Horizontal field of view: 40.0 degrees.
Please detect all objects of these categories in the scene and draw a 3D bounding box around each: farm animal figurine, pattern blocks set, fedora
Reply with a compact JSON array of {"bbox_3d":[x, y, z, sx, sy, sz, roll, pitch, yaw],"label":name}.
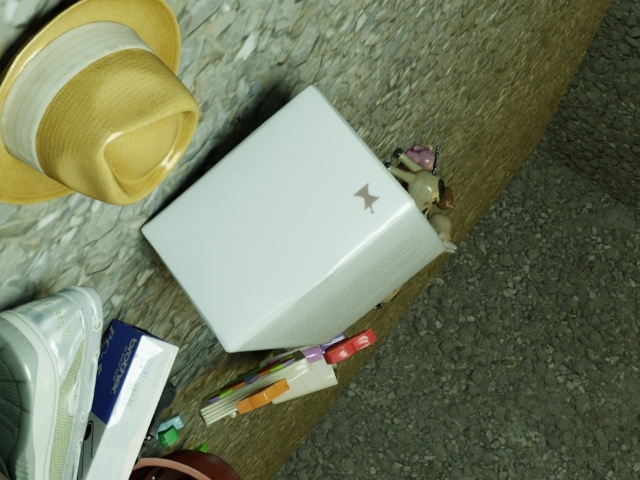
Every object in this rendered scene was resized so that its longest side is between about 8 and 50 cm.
[{"bbox_3d":[0.164,-0.007,1.665,0.327,0.172,0.330,-54,167,5],"label":"farm animal figurine"},{"bbox_3d":[-0.097,0.211,1.289,0.325,0.026,0.285,-26,-179,-21],"label":"pattern blocks set"},{"bbox_3d":[-0.143,-0.081,0.609,0.194,0.079,0.194,-49,166,-17],"label":"fedora"}]

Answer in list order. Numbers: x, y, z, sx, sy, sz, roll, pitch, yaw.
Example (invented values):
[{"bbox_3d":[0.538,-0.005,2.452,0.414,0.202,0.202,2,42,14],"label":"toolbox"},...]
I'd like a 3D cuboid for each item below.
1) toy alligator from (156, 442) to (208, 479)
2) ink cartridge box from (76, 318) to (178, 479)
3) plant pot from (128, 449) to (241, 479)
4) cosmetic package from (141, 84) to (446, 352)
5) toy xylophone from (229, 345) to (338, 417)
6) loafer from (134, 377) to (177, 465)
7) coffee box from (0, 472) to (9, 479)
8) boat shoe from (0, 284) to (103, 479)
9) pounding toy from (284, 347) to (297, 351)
[{"bbox_3d":[-0.273,0.436,1.581,0.190,0.056,0.051,-51,-153,-8],"label":"toy alligator"},{"bbox_3d":[-0.218,0.191,0.899,0.097,0.046,0.207,9,-103,59],"label":"ink cartridge box"},{"bbox_3d":[-0.227,0.445,1.348,0.272,0.272,0.265,-53,175,0],"label":"plant pot"},{"bbox_3d":[0.000,0.000,1.041,0.230,0.161,0.453,-39,168,5],"label":"cosmetic package"},{"bbox_3d":[-0.061,0.236,1.579,0.236,0.081,0.322,-18,177,-8],"label":"toy xylophone"},{"bbox_3d":[-0.261,0.261,1.040,0.302,0.095,0.109,-35,152,-53],"label":"loafer"},{"bbox_3d":[-0.273,0.284,0.730,0.098,0.246,0.141,-41,163,-42],"label":"coffee box"},{"bbox_3d":[-0.258,0.172,0.797,0.103,0.118,0.320,-34,150,-44],"label":"boat shoe"},{"bbox_3d":[-0.004,0.072,1.458,0.181,0.094,0.206,-55,167,12],"label":"pounding toy"}]
